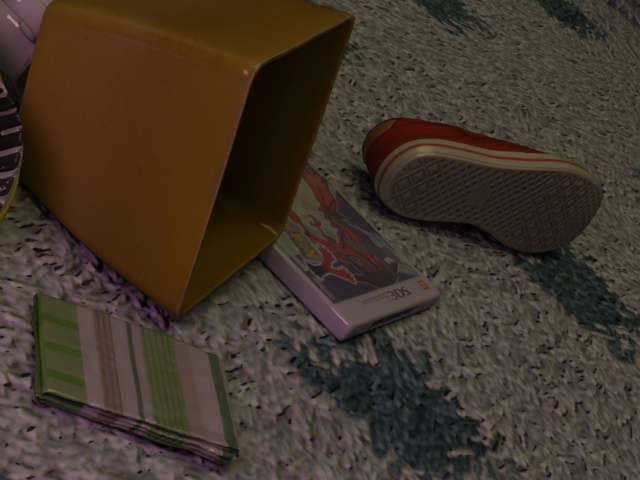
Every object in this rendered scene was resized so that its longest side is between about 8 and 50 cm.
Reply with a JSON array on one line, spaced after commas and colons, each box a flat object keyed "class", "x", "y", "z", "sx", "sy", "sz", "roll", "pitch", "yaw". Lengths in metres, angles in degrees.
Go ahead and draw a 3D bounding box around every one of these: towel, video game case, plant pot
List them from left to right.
[{"class": "towel", "x": -0.131, "y": 0.097, "z": 1.037, "sx": 0.152, "sy": 0.023, "sz": 0.113, "roll": 22, "pitch": 27, "yaw": -25}, {"class": "plant pot", "x": -0.120, "y": -0.100, "z": 1.177, "sx": 0.187, "sy": 0.212, "sz": 0.212, "roll": 26, "pitch": 25, "yaw": 13}, {"class": "video game case", "x": 0.000, "y": 0.000, "z": 1.366, "sx": 0.201, "sy": 0.023, "sz": 0.183, "roll": 45, "pitch": 26, "yaw": 17}]

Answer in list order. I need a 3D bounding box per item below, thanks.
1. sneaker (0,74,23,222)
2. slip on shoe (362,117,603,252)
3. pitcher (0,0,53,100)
[{"class": "sneaker", "x": -0.260, "y": -0.081, "z": 1.103, "sx": 0.081, "sy": 0.094, "sz": 0.208, "roll": -6, "pitch": 60, "yaw": -9}, {"class": "slip on shoe", "x": 0.181, "y": -0.067, "z": 1.618, "sx": 0.331, "sy": 0.123, "sz": 0.101, "roll": 10, "pitch": 32, "yaw": -36}, {"class": "pitcher", "x": -0.281, "y": -0.218, "z": 1.214, "sx": 0.207, "sy": 0.125, "sz": 0.178, "roll": 45, "pitch": -12, "yaw": 6}]
